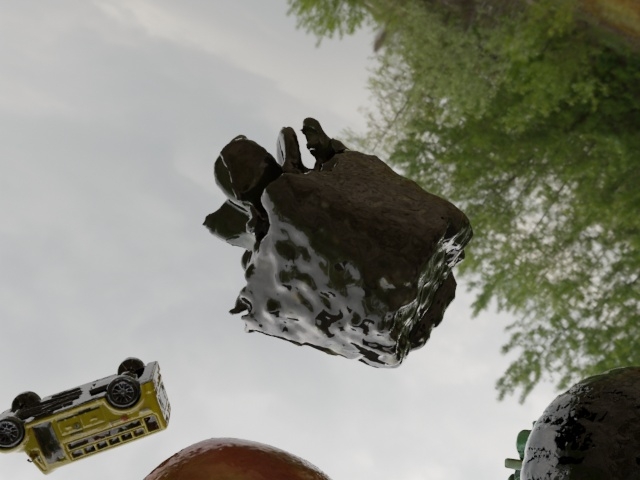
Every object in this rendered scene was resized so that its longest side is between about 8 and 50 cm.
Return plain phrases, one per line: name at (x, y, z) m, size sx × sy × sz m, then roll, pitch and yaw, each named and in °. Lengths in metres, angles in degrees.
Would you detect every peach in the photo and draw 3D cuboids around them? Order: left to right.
peach at (-0.101, 0.477, 0.951) m, size 0.380 × 0.242 × 0.306 m, roll 12°, pitch -166°, yaw -44°

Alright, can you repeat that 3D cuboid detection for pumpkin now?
pumpkin at (0.292, 0.221, 0.510) m, size 0.233 × 0.233 × 0.163 m, roll 37°, pitch 162°, yaw 17°

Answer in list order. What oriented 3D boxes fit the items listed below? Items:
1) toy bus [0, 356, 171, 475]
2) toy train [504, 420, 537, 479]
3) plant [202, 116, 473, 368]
toy bus at (-0.476, 0.355, 1.194) m, size 0.331 × 0.151 × 0.145 m, roll -18°, pitch -169°, yaw -7°
toy train at (0.337, 0.303, 0.789) m, size 0.083 × 0.200 × 0.132 m, roll 23°, pitch -114°, yaw -36°
plant at (0.000, 0.000, 0.612) m, size 0.276 × 0.199 × 0.188 m, roll 28°, pitch -152°, yaw 29°
